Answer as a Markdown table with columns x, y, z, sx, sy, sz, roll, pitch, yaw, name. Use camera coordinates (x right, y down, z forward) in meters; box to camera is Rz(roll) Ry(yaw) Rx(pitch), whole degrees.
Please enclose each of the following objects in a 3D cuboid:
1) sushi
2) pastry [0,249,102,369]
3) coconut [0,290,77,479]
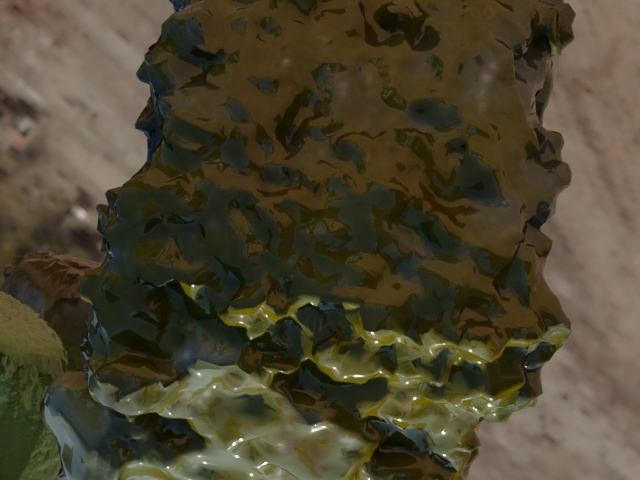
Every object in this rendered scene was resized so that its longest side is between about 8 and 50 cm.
| x | y | z | sx | sy | sz | roll | pitch | yaw | name |
| --- | --- | --- | --- | --- | --- | --- | --- | --- | --- |
| 0.000 | 0.000 | 1.059 | 0.240 | 0.351 | 0.396 | 14 | 149 | -1 | sushi |
| -0.152 | 0.090 | 1.637 | 0.257 | 0.121 | 0.236 | 17 | -178 | 18 | pastry |
| -0.296 | 0.145 | 1.452 | 0.204 | 0.236 | 0.236 | 38 | 169 | 38 | coconut |
